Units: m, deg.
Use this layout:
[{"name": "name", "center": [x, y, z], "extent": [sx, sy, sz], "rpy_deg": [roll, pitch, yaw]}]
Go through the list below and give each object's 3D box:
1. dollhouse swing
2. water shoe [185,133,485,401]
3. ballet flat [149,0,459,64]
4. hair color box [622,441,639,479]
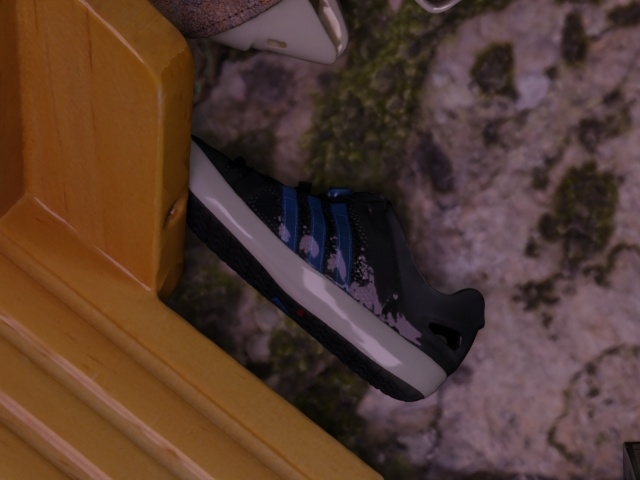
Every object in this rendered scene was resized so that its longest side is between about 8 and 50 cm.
[{"name": "dollhouse swing", "center": [-0.128, 0.092, 0.831], "extent": [0.305, 0.347, 0.315], "rpy_deg": [31, 145, 15]}, {"name": "water shoe", "center": [0.000, 0.000, 0.997], "extent": [0.203, 0.073, 0.080], "rpy_deg": [42, 75, -3]}, {"name": "ballet flat", "center": [0.017, -0.154, 0.941], "extent": [0.316, 0.107, 0.106], "rpy_deg": [-22, 112, 10]}, {"name": "hair color box", "center": [0.197, 0.202, 0.994], "extent": [0.053, 0.093, 0.167], "rpy_deg": [-4, 101, 5]}]
